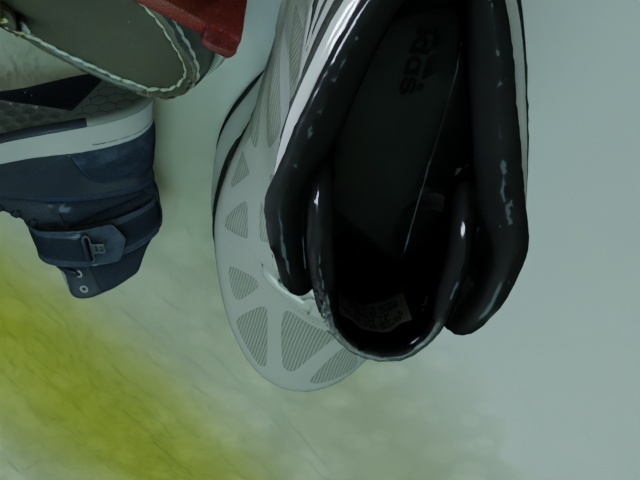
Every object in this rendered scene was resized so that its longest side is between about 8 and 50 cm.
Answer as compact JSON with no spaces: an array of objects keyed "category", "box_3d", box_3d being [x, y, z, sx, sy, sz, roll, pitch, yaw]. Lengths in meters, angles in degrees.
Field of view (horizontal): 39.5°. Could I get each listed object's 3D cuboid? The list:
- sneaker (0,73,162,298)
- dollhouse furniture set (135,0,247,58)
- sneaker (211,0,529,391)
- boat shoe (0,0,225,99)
[{"category":"sneaker","box_3d":[-0.223,-0.025,0.627,0.226,0.086,0.163,-7,134,-10]},{"category":"dollhouse furniture set","box_3d":[-0.138,-0.246,0.324,0.374,0.152,0.201,21,149,-24]},{"category":"sneaker","box_3d":[-0.001,-0.001,0.518,0.169,0.257,0.447,14,133,-1]},{"category":"boat shoe","box_3d":[-0.184,-0.162,0.456,0.305,0.091,0.109,35,132,-21]}]
